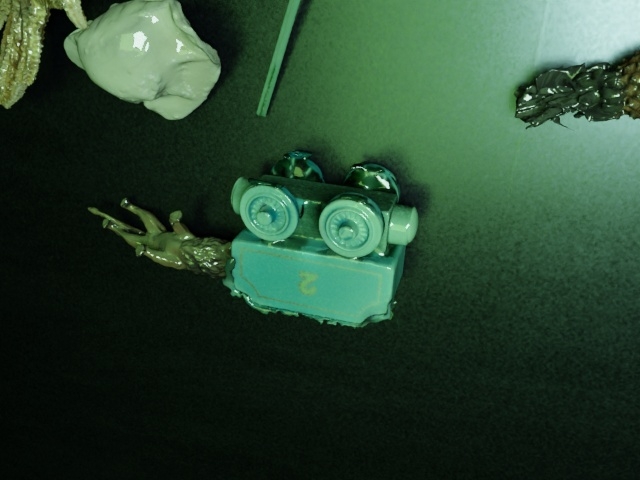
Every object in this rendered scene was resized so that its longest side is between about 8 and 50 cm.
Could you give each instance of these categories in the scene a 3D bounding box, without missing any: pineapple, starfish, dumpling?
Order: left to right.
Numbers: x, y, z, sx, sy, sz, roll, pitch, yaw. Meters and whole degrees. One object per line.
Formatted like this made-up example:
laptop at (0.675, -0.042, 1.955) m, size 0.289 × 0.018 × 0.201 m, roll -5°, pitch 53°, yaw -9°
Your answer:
starfish at (-0.341, -0.306, 0.675) m, size 0.299 × 0.060 × 0.302 m, roll 1°, pitch 103°, yaw 43°
dumpling at (-0.188, -0.190, 0.670) m, size 0.169 × 0.099 × 0.134 m, roll -20°, pitch 134°, yaw 14°
pineapple at (0.255, -0.131, 0.545) m, size 0.160 × 0.074 × 0.074 m, roll -4°, pitch 109°, yaw 21°

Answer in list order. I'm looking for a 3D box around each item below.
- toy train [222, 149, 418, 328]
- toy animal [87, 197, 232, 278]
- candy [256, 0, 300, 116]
toy train at (0.000, 0.000, 0.666) m, size 0.203 × 0.112 × 0.162 m, roll 11°, pitch 120°, yaw 15°
toy animal at (-0.198, -0.004, 0.747) m, size 0.220 × 0.086 × 0.069 m, roll 22°, pitch 77°, yaw 15°
candy at (-0.011, -0.253, 0.599) m, size 0.091 × 0.083 × 0.305 m, roll 17°, pitch 125°, yaw -7°
